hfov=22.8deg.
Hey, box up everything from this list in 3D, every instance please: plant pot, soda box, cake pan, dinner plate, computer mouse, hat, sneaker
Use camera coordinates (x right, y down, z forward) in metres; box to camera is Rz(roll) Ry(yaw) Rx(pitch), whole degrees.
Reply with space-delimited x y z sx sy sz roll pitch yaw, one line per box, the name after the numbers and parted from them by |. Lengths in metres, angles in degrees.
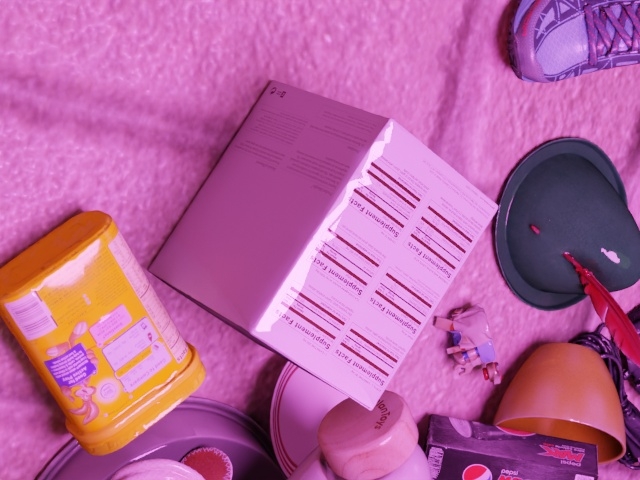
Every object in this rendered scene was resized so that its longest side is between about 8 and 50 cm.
0.245 0.160 1.604 0.134 0.134 0.095 32 58 -35 | plant pot
0.184 0.220 1.554 0.169 0.060 0.053 11 116 2 | soda box
-0.137 0.287 1.428 0.293 0.054 0.293 -10 110 -30 | cake pan
-0.004 0.163 1.480 0.141 0.017 0.141 -1 91 -49 | dinner plate
0.401 0.112 1.711 0.272 0.072 0.188 -40 121 -17 | computer mouse
0.295 0.015 1.545 0.173 0.183 0.208 -39 121 -18 | hat
0.297 -0.218 1.514 0.262 0.125 0.104 -25 116 -25 | sneaker

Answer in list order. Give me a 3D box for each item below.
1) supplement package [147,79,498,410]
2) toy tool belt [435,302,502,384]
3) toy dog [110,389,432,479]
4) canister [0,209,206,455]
0.000 0.000 1.345 0.149 0.194 0.203 36 84 -34 | supplement package
0.145 0.106 1.566 0.051 0.052 0.083 -14 112 5 | toy tool belt
-0.037 0.237 1.376 0.334 0.161 0.220 -9 111 -12 | toy dog
-0.186 0.075 1.323 0.126 0.073 0.170 -37 119 -19 | canister
